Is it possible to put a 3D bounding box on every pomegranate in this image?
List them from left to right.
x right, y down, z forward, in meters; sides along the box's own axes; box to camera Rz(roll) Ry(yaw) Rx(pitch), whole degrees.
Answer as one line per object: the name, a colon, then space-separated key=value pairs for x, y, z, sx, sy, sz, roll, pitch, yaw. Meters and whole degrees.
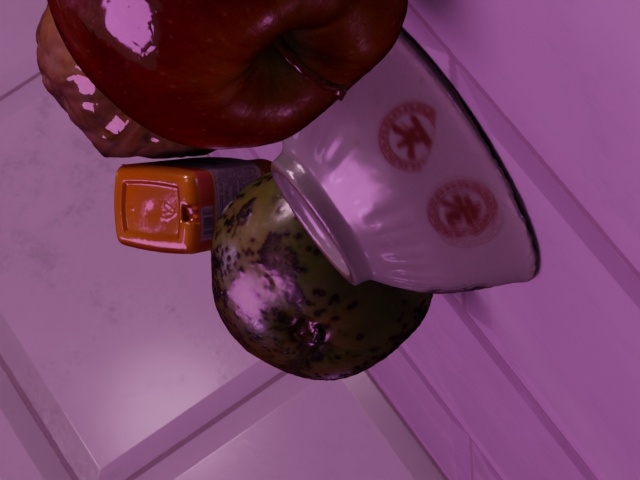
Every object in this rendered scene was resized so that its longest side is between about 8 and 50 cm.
pomegranate: x=0.000 y=0.000 z=1.816 sx=0.341 sy=0.285 sz=0.285 roll=-86 pitch=-24 yaw=-46

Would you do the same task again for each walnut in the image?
walnut: x=-0.227 y=-0.251 z=1.925 sx=0.306 sy=0.306 sz=0.344 roll=58 pitch=168 yaw=-17

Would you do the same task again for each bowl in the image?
bowl: x=0.055 y=-0.057 z=1.446 sx=0.337 sy=0.157 sz=0.337 roll=54 pitch=173 yaw=9

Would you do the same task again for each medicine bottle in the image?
medicine bottle: x=-0.147 y=-0.051 z=1.919 sx=0.149 sy=0.222 sz=0.112 roll=7 pitch=101 yaw=37

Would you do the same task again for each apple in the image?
apple: x=-0.085 y=-0.231 z=1.141 sx=0.317 sy=0.288 sz=0.288 roll=61 pitch=175 yaw=18
